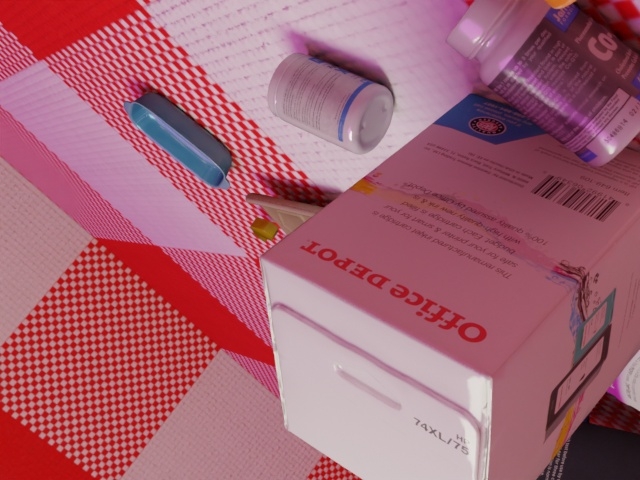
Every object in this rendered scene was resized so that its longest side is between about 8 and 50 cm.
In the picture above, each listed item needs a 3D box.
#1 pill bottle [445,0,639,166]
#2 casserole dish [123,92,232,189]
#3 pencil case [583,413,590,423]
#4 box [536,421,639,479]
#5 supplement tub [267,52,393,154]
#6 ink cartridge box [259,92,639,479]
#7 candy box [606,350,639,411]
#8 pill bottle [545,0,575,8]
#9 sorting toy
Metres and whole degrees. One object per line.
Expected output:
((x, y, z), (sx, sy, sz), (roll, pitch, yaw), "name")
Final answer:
((0.158, -0.120, 0.650), (0.137, 0.078, 0.078), (37, 163, -1), "pill bottle")
((-0.194, -0.145, 1.359), (0.188, 0.037, 0.114), (40, 163, -5), "casserole dish")
((0.222, 0.202, 1.301), (0.306, 0.133, 0.119), (29, 116, 23), "pencil case")
((0.348, 0.365, 1.102), (0.312, 0.179, 0.343), (10, 149, 24), "box")
((0.010, -0.132, 0.925), (0.107, 0.071, 0.071), (28, 161, 28), "supplement tub")
((0.120, 0.051, 0.758), (0.198, 0.270, 0.197), (27, 139, 32), "ink cartridge box")
((0.332, 0.114, 0.926), (0.233, 0.071, 0.159), (31, 162, 24), "candy box")
((0.060, -0.227, 0.476), (0.245, 0.130, 0.130), (40, 163, -7), "pill bottle")
((0.000, 0.000, 1.357), (0.229, 0.041, 0.307), (44, 163, -34), "sorting toy")
